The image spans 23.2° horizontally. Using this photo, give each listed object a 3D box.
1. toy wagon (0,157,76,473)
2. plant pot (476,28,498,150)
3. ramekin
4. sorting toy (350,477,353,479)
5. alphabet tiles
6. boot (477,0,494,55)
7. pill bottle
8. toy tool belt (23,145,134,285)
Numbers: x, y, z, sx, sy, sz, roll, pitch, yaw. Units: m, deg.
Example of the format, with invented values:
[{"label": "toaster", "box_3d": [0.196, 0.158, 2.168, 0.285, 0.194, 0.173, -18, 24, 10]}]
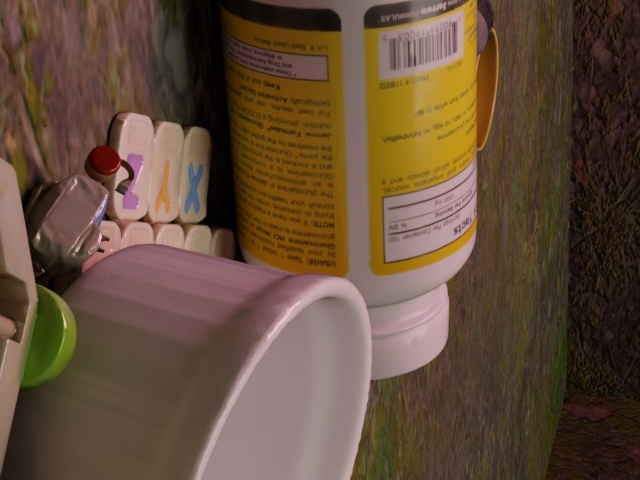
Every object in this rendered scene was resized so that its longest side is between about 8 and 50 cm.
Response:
[{"label": "toy wagon", "box_3d": [-0.208, 0.115, 0.673, 0.267, 0.068, 0.344, 44, 55, -70]}, {"label": "plant pot", "box_3d": [0.135, -0.170, 1.703, 0.134, 0.095, 0.134, 8, 90, -75]}, {"label": "ramekin", "box_3d": [-0.085, 0.136, 0.915, 0.277, 0.135, 0.277, -53, 152, -44]}, {"label": "sorting toy", "box_3d": [0.029, 0.255, 1.260, 0.365, 0.127, 0.126, -140, -135, -73]}, {"label": "alphabet tiles", "box_3d": [-0.115, 0.056, 1.059, 0.284, 0.021, 0.278, 3, 94, -75]}, {"label": "boot", "box_3d": [0.056, -0.151, 1.439, 0.338, 0.118, 0.223, 16, 83, -62]}, {"label": "pill bottle", "box_3d": [0.024, -0.072, 1.173, 0.188, 0.188, 0.334, -55, 147, -59]}, {"label": "toy tool belt", "box_3d": [-0.144, -0.012, 0.894, 0.051, 0.052, 0.083, -52, -168, 52]}]
